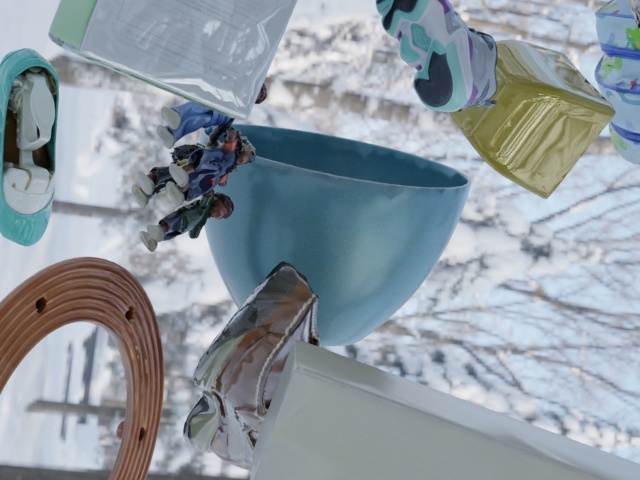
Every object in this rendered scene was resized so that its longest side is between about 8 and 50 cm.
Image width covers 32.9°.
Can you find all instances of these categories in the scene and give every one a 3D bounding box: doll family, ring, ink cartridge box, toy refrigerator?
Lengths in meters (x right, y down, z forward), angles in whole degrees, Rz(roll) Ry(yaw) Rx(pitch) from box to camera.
[{"bbox_3d":[-0.101,-0.073,0.958,0.076,0.111,0.193,55,-38,13],"label":"doll family"},{"bbox_3d":[-0.242,0.178,0.970,0.336,0.032,0.337,10,90,-67],"label":"ring"},{"bbox_3d":[-0.057,-0.184,0.602,0.062,0.109,0.209,33,-79,56],"label":"ink cartridge box"},{"bbox_3d":[0.093,0.159,0.697,0.102,0.269,0.094,-118,-132,-85],"label":"toy refrigerator"}]

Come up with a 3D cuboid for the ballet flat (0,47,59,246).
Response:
[{"bbox_3d":[-0.358,-0.109,1.318,0.087,0.083,0.247,17,-73,56],"label":"ballet flat"}]

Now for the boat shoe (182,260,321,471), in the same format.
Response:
[{"bbox_3d":[-0.038,0.129,0.968,0.122,0.120,0.324,-52,172,-27],"label":"boat shoe"}]

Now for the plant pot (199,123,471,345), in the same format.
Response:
[{"bbox_3d":[0.000,0.000,1.167,0.290,0.290,0.195,-121,-139,-73],"label":"plant pot"}]

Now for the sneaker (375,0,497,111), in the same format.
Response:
[{"bbox_3d":[0.071,-0.116,0.608,0.038,0.069,0.098,-26,-105,41],"label":"sneaker"}]

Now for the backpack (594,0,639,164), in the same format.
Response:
[{"bbox_3d":[0.451,-0.213,1.167,0.355,0.273,0.290,-48,-139,-12],"label":"backpack"}]

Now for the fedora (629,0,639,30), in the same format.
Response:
[{"bbox_3d":[0.280,-0.219,0.529,0.334,0.152,0.334,-161,-90,-87],"label":"fedora"}]

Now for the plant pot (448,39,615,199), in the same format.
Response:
[{"bbox_3d":[0.134,-0.091,0.751,0.081,0.083,0.081,-56,-141,26],"label":"plant pot"}]
